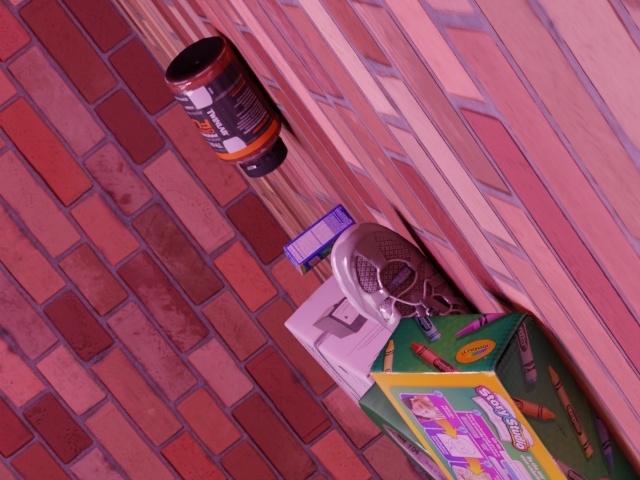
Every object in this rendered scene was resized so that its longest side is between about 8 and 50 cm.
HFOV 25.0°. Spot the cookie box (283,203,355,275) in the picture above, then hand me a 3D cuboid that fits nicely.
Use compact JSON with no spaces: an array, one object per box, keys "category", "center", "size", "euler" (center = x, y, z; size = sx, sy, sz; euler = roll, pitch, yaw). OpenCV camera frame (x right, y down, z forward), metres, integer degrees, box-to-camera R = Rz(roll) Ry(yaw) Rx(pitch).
[{"category":"cookie box","center":[0.000,0.000,2.162],"size":[0.040,0.107,0.092],"euler":[51,176,10]}]

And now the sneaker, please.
[{"category":"sneaker","center":[0.132,0.082,1.665],"size":[0.281,0.105,0.115],"euler":[44,166,-15]}]

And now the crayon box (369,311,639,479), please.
[{"category":"crayon box","center":[0.193,0.197,1.445],"size":[0.165,0.081,0.278],"euler":[-6,128,47]}]

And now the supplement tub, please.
[{"category":"supplement tub","center":[-0.123,-0.179,2.002],"size":[0.198,0.106,0.106],"euler":[54,175,-32]}]

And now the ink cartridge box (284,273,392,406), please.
[{"category":"ink cartridge box","center":[0.095,0.177,2.016],"size":[0.198,0.115,0.273],"euler":[50,170,-26]}]

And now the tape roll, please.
[{"category":"tape roll","center":[0.188,0.273,1.737],"size":[0.321,0.077,0.321],"euler":[41,172,7]}]
